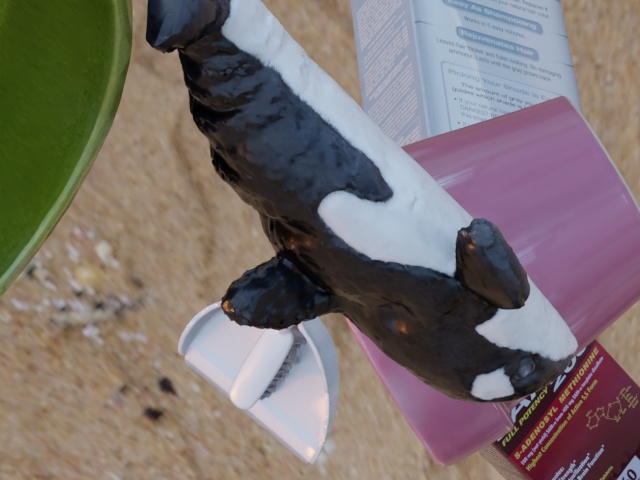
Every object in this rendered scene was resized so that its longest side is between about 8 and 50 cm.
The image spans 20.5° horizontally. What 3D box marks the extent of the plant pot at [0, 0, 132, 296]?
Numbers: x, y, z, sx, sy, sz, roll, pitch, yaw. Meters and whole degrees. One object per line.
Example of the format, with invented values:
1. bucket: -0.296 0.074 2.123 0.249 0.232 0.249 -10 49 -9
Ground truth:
1. plant pot: -0.332 -0.112 0.744 0.366 0.366 0.353 -42 70 -7

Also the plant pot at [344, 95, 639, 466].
1. plant pot: 0.103 0.010 1.087 0.180 0.201 0.201 -29 71 4

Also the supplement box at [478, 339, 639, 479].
1. supplement box: 0.189 0.138 1.503 0.130 0.239 0.073 -52 31 -10

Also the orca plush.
1. orca plush: 0.000 0.000 0.751 0.102 0.287 0.151 -47 49 -3

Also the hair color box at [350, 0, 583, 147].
1. hair color box: 0.146 -0.140 1.725 0.185 0.113 0.374 13 53 -25

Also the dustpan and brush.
1. dustpan and brush: -0.030 0.072 1.364 0.147 0.060 0.211 39 123 13
